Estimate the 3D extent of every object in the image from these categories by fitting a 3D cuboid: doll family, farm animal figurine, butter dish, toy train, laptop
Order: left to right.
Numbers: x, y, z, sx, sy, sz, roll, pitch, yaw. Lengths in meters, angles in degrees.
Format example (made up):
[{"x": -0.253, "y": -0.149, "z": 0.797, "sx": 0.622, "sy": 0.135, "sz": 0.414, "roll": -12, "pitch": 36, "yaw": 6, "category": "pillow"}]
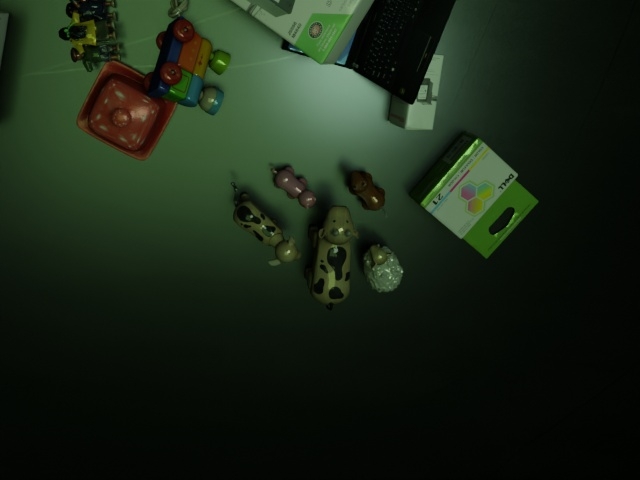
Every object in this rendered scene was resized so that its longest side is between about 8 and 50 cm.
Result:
[{"x": -0.444, "y": -0.419, "z": 1.230, "sx": 0.111, "sy": 0.076, "sz": 0.193, "roll": -5, "pitch": 90, "yaw": -8, "category": "doll family"}, {"x": -0.381, "y": -0.245, "z": 1.276, "sx": 0.160, "sy": 0.118, "sz": 0.160, "roll": 28, "pitch": 103, "yaw": -17, "category": "butter dish"}, {"x": -0.237, "y": -0.376, "z": 1.275, "sx": 0.143, "sy": 0.105, "sz": 0.248, "roll": 21, "pitch": 78, "yaw": -34, "category": "toy train"}, {"x": 0.000, "y": 0.000, "z": 1.386, "sx": 0.330, "sy": 0.172, "sz": 0.327, "roll": -14, "pitch": 110, "yaw": -4, "category": "farm animal figurine"}, {"x": 0.088, "y": -0.421, "z": 1.251, "sx": 0.136, "sy": 0.264, "sz": 0.234, "roll": -13, "pitch": 133, "yaw": -45, "category": "laptop"}]

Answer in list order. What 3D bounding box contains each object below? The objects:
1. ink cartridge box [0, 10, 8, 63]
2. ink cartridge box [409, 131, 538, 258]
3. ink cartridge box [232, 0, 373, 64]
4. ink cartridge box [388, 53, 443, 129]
[{"x": -0.688, "y": -0.319, "z": 1.178, "sx": 0.171, "sy": 0.168, "sz": 0.233, "roll": 14, "pitch": 106, "yaw": -12, "category": "ink cartridge box"}, {"x": 0.358, "y": -0.086, "z": 1.452, "sx": 0.255, "sy": 0.097, "sz": 0.189, "roll": 37, "pitch": 99, "yaw": -17, "category": "ink cartridge box"}, {"x": -0.044, "y": -0.479, "z": 1.191, "sx": 0.272, "sy": 0.115, "sz": 0.198, "roll": 35, "pitch": 112, "yaw": 3, "category": "ink cartridge box"}, {"x": 0.194, "y": -0.308, "z": 1.346, "sx": 0.063, "sy": 0.109, "sz": 0.151, "roll": 1, "pitch": 108, "yaw": -14, "category": "ink cartridge box"}]
